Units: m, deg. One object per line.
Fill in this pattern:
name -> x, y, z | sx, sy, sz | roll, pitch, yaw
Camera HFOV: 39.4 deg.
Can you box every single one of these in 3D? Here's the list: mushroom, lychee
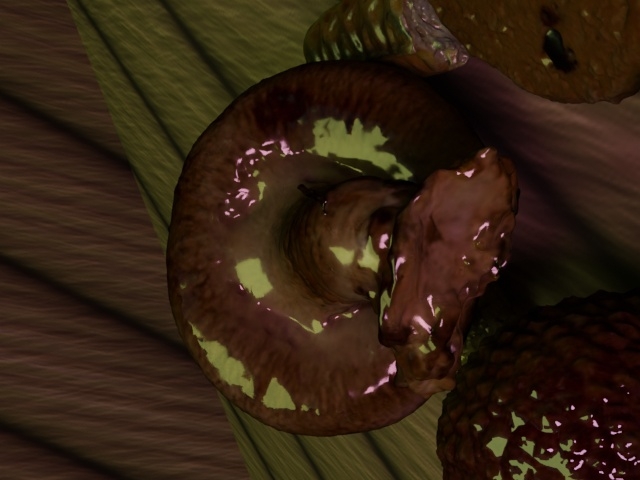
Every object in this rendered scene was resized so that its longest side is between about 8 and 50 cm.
mushroom -> -0.002, 0.018, 0.773 | 0.334, 0.356, 0.331 | 18, 111, 16
lychee -> 0.206, 0.155, 0.680 | 0.271, 0.236, 0.236 | -6, 106, 49

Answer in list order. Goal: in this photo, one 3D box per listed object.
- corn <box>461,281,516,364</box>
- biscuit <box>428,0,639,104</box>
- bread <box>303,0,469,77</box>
corn -> 0.091, 0.006, 0.977 | 0.322, 0.119, 0.119 | 49, 152, 36
biscuit -> 0.146, -0.220, 0.627 | 0.296, 0.075, 0.296 | 53, 170, 13
bread -> 0.059, -0.200, 0.895 | 0.269, 0.098, 0.087 | 4, 73, 68
